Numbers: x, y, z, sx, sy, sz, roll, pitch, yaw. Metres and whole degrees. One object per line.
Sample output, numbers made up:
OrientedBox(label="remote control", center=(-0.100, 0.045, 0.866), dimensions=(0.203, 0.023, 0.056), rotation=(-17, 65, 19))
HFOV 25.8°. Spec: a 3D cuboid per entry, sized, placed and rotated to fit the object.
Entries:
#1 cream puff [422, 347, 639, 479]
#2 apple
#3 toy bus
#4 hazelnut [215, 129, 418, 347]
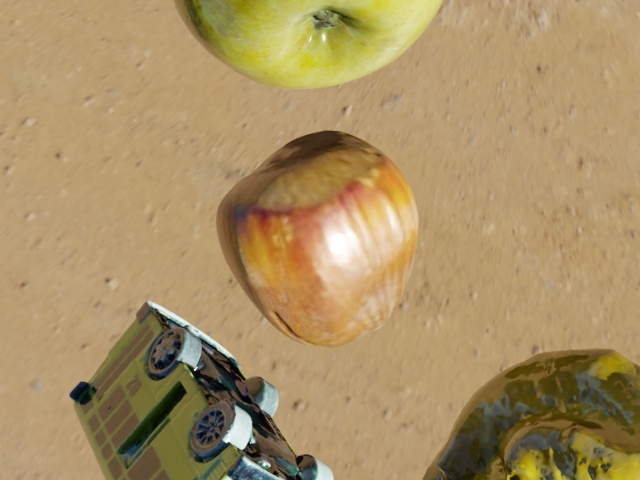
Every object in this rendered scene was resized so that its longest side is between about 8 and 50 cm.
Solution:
OrientedBox(label="cream puff", center=(0.208, 0.255, 1.063), dimensions=(0.257, 0.291, 0.324), rotation=(-38, 75, -7))
OrientedBox(label="apple", center=(0.000, -0.246, 1.201), dimensions=(0.261, 0.261, 0.194), rotation=(-21, 59, 13))
OrientedBox(label="toy bus", center=(-0.070, 0.118, 0.778), dimensions=(0.088, 0.175, 0.101), rotation=(37, 96, -35))
OrientedBox(label="hazelnut", center=(0.000, 0.000, 1.010), dimensions=(0.150, 0.150, 0.150), rotation=(2, 106, 7))
